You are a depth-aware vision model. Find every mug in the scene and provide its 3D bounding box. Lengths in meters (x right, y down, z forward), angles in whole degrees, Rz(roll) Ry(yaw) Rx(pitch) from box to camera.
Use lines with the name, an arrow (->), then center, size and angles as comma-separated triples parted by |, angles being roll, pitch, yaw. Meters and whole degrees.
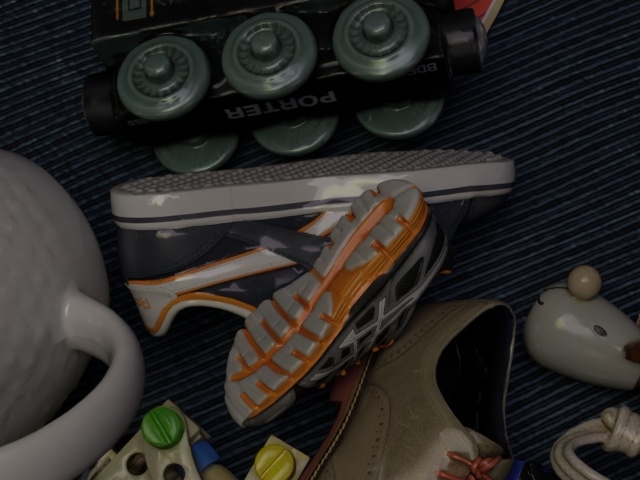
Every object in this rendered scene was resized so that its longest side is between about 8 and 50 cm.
mug -> -0.288, 0.083, 0.950 | 0.374, 0.276, 0.328 | 17, 34, 37

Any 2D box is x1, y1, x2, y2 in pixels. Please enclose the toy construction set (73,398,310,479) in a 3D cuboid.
toy construction set -> -0.154, 0.249, 1.014 | 0.215, 0.151, 0.327 | 40, 68, 13

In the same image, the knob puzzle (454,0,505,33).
knob puzzle -> 0.082, -0.242, 1.209 | 0.213, 0.030, 0.213 | -1, 72, 3

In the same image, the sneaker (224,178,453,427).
sneaker -> 0.017, 0.059, 1.005 | 0.215, 0.083, 0.084 | -46, 38, 3

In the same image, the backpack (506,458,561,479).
backpack -> 0.158, 0.220, 1.027 | 0.120, 0.101, 0.098 | 31, 77, -22

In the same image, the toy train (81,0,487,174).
toy train -> -0.035, -0.173, 1.127 | 0.333, 0.142, 0.190 | -9, 65, 9

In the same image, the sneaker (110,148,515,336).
sneaker -> 0.000, 0.000, 1.090 | 0.321, 0.126, 0.128 | -7, 101, -11

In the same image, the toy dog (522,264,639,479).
toy dog -> 0.327, 0.076, 1.013 | 0.333, 0.161, 0.220 | 6, 30, -1

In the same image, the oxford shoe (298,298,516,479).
oxford shoe -> 0.061, 0.180, 0.965 | 0.123, 0.130, 0.348 | 36, 49, -31
